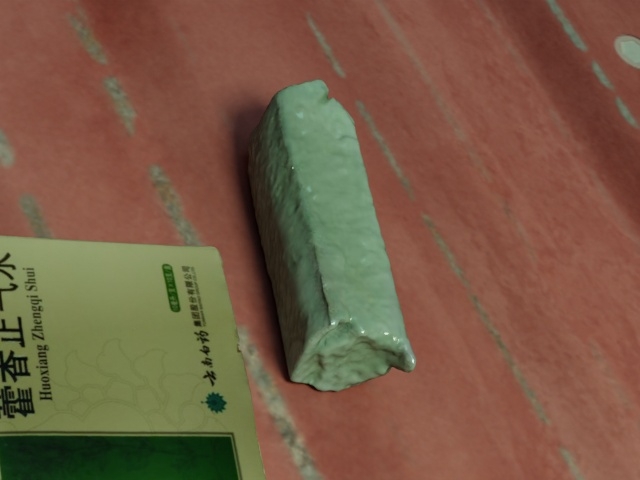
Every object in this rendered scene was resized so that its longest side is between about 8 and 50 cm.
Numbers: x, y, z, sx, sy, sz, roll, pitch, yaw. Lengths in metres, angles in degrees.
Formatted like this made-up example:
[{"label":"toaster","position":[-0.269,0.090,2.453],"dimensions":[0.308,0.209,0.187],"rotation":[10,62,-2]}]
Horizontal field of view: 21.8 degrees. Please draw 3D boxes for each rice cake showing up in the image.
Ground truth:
[{"label":"rice cake","position":[0.000,0.000,1.014],"dimensions":[0.063,0.069,0.206],"rotation":[6,54,-26]}]

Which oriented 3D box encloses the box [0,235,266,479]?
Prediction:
[{"label":"box","position":[-0.123,0.108,0.842],"dimensions":[0.168,0.095,0.212],"rotation":[2,53,-23]}]
